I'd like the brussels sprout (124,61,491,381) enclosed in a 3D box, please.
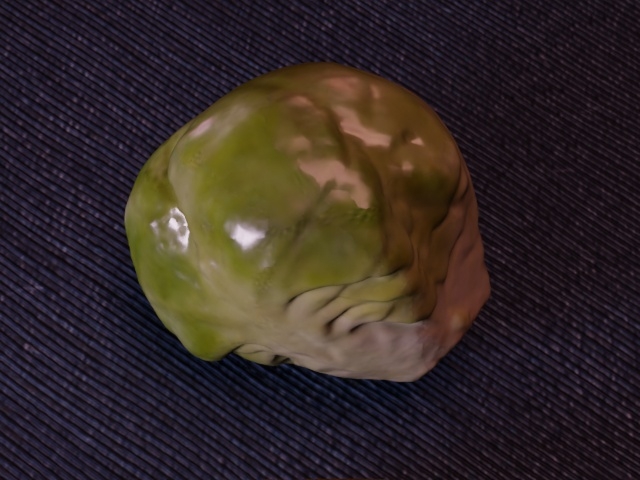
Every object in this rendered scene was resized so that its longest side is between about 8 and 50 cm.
[{"bbox_3d":[-0.002,-0.012,1.616,0.316,0.274,0.242,16,32,-2],"label":"brussels sprout"}]

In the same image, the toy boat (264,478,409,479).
[{"bbox_3d":[0.087,0.256,1.557,0.321,0.089,0.121,5,59,-12],"label":"toy boat"}]
